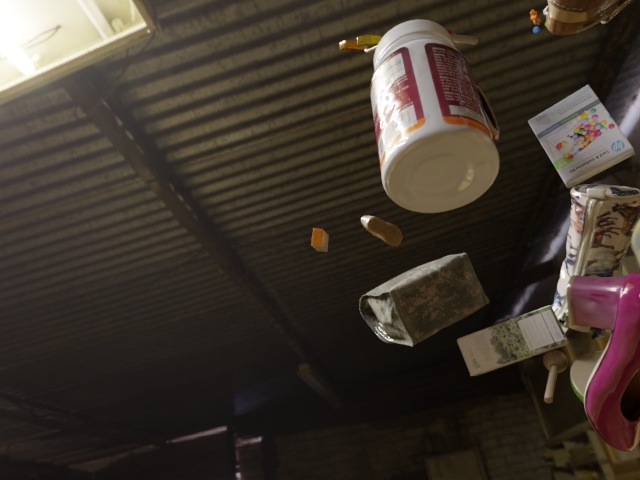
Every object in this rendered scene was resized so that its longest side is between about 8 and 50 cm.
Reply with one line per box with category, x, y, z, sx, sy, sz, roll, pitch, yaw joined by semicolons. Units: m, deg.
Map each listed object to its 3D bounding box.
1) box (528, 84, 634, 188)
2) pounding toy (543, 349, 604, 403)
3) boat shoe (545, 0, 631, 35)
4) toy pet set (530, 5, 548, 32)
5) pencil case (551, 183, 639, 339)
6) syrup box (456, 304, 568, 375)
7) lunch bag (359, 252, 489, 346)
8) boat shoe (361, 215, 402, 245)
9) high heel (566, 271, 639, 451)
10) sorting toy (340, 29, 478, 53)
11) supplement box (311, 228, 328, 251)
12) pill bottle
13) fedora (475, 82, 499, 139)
box;0.569;-0.229;1.145;0.145;0.186;0.038;-31;-30;26
pounding toy;0.613;0.341;1.141;0.236;0.183;0.110;5;-57;22
boat shoe;0.478;-0.438;0.885;0.324;0.122;0.120;-31;-31;-29
toy pet set;0.563;-0.563;1.220;0.065;0.114;0.122;-9;-2;-38
pencil case;0.701;0.045;1.341;0.183;0.159;0.411;-26;-56;-45
syrup box;0.460;0.245;1.254;0.236;0.093;0.096;-25;-22;16
lunch bag;0.252;0.158;1.368;0.235;0.169;0.287;-24;-1;-16
boat shoe;0.194;-0.037;1.645;0.170;0.059;0.063;32;-90;-38
high heel;0.521;0.217;0.825;0.181;0.127;0.377;1;-53;47
sorting toy;0.220;-0.518;1.348;0.307;0.041;0.229;-7;11;-28
supplement box;0.000;0.000;1.793;0.036;0.062;0.098;4;-11;14
pill bottle;0.221;-0.272;1.092;0.223;0.392;0.224;-1;-37;-1
fedora;0.431;-0.354;1.453;0.079;0.194;0.194;-26;-30;29
